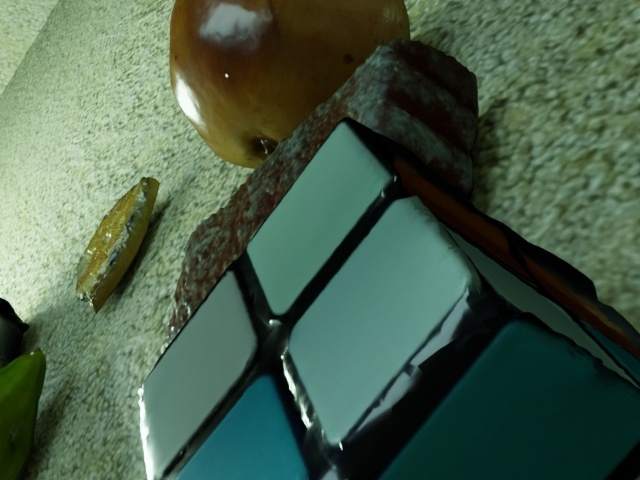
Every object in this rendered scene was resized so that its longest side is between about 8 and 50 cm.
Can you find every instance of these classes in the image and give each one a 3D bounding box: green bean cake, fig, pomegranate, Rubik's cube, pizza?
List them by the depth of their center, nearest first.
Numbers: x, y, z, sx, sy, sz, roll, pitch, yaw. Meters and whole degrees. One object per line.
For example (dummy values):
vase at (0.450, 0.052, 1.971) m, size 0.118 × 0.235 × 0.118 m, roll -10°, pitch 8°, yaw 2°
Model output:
Rubik's cube at (0.047, 0.082, 0.431) m, size 0.167 × 0.183 × 0.180 m, roll -53°, pitch 28°, yaw 13°
green bean cake at (0.000, 0.000, 0.698) m, size 0.233 × 0.097 × 0.198 m, roll -33°, pitch 37°, yaw 41°
pomegranate at (-0.023, -0.145, 0.811) m, size 0.191 × 0.191 × 0.191 m, roll -41°, pitch 31°, yaw 31°
fig at (-0.366, 0.226, 1.056) m, size 0.234 × 0.167 × 0.167 m, roll -21°, pitch 26°, yaw -8°
pizza at (-0.222, 0.006, 1.147) m, size 0.099 × 0.036 × 0.160 m, roll -3°, pitch 58°, yaw 59°

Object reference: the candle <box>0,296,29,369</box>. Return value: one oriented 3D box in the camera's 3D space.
candle at (-0.497, 0.203, 1.248) m, size 0.187 × 0.187 × 0.330 m, roll -10°, pitch 54°, yaw 57°
